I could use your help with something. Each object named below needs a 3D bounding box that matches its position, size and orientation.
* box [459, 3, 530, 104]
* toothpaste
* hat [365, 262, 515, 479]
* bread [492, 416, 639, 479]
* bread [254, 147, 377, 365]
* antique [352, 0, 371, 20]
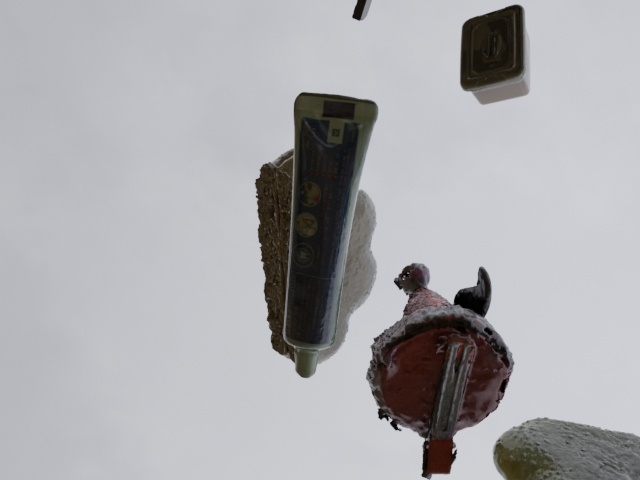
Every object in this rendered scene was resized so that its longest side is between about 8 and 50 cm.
[{"bbox_3d":[0.239,-0.245,0.972,0.089,0.062,0.122,-9,-120,31],"label":"box"},{"bbox_3d":[0.000,0.000,0.494,0.057,0.035,0.197,8,-80,5],"label":"toothpaste"},{"bbox_3d":[0.107,0.094,0.703,0.128,0.227,0.140,-14,-66,7],"label":"hat"},{"bbox_3d":[0.329,0.274,0.750,0.286,0.207,0.056,8,-66,1],"label":"bread"},{"bbox_3d":[0.006,0.022,1.091,0.102,0.183,0.337,25,-55,49],"label":"bread"},{"bbox_3d":[0.080,-0.384,0.950,0.015,0.031,0.192,27,-57,11],"label":"antique"}]
